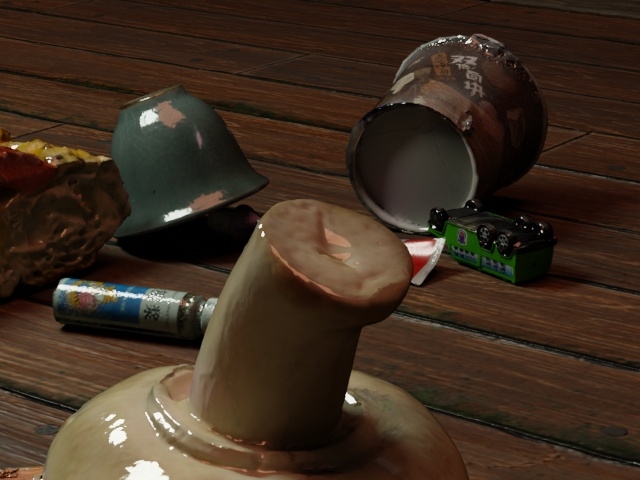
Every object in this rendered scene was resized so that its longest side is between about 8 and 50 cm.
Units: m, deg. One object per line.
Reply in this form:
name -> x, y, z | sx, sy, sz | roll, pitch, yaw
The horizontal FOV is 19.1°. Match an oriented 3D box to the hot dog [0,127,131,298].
hot dog -> -0.475, -0.053, 2.164 | 0.365, 0.196, 0.367 | 9, 17, 40

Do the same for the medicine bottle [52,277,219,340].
medicine bottle -> -0.184, 0.073, 1.973 | 0.191, 0.051, 0.051 | 6, 19, 19

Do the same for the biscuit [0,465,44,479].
biscuit -> -0.274, 0.208, 1.592 | 0.291, 0.026, 0.048 | -4, 37, -9

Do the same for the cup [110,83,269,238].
cup -> -0.178, -0.104, 2.271 | 0.199, 0.150, 0.199 | -19, 7, 3

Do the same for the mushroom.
mushroom -> -0.023, 0.179, 1.328 | 0.356, 0.315, 0.315 | -30, 0, 32

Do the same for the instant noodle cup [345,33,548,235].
instant noodle cup -> 0.149, -0.124, 2.349 | 0.217, 0.218, 0.207 | 7, 26, 23

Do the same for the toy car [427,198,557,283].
toy car -> 0.193, -0.001, 2.175 | 0.071, 0.063, 0.165 | -12, 21, -36

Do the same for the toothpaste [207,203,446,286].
toothpaste -> 0.000, 0.000, 2.211 | 0.301, 0.048, 0.075 | 12, 19, 28
